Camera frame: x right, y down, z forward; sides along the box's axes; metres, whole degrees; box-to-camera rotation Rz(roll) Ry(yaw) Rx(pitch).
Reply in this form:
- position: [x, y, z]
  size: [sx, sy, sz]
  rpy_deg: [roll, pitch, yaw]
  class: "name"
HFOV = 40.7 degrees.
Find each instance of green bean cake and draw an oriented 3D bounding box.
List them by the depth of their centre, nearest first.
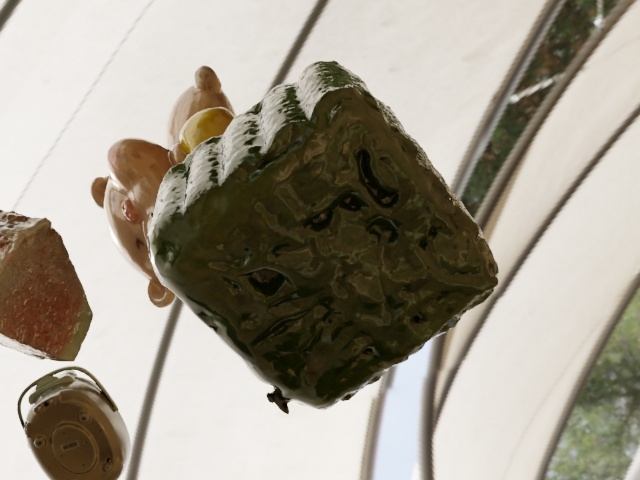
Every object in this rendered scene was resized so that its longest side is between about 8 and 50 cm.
- position: [0.000, 0.000, 0.783]
  size: [0.250, 0.247, 0.156]
  rpy_deg: [48, -167, -26]
  class: "green bean cake"

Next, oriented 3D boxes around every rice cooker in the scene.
- position: [-0.384, 0.304, 1.359]
  size: [0.206, 0.145, 0.127]
  rpy_deg: [63, 174, -14]
  class: "rice cooker"

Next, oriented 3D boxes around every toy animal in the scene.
- position: [-0.217, -0.088, 1.256]
  size: [0.277, 0.247, 0.345]
  rpy_deg: [88, 165, -65]
  class: "toy animal"

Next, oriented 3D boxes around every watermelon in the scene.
- position: [-0.469, 0.066, 1.190]
  size: [0.310, 0.231, 0.193]
  rpy_deg: [38, -128, 0]
  class: "watermelon"
